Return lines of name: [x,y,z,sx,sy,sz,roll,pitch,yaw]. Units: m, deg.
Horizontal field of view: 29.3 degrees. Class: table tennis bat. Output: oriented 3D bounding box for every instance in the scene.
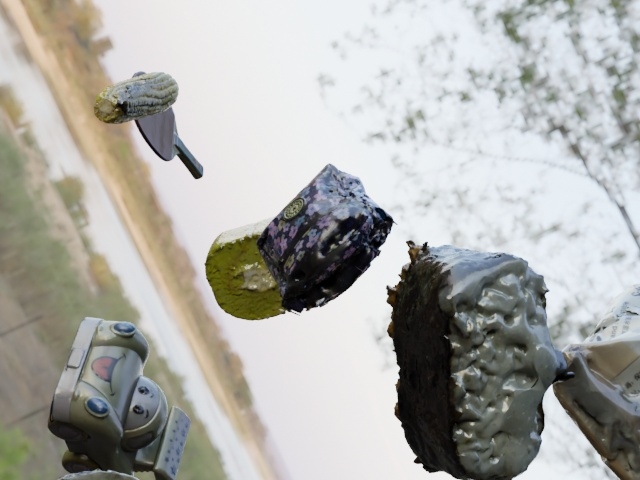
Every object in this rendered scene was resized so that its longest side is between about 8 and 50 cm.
table tennis bat: [-0.290,-0.205,2.309,0.274,0.021,0.154,55,27,-49]

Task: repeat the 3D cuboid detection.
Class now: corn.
corn: [-0.289,-0.225,1.937,0.072,0.072,0.203,66,26,-6]

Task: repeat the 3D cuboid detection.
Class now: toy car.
toy car: [-0.398,0.340,2.467,0.336,0.226,0.242,91,10,-52]

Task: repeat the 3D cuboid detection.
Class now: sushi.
sushi: [0.227,0.176,1.778,0.207,0.234,0.349,9,-80,60]

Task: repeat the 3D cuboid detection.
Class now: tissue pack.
tissue pack: [0.577,0.278,2.062,0.195,0.375,0.390,-38,-92,39]

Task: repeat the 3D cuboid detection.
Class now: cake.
cake: [-0.099,0.052,2.500,0.156,0.260,0.179,-91,165,-75]

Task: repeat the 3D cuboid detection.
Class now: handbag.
handbag: [0.000,0.000,1.982,0.127,0.228,0.208,45,5,-30]

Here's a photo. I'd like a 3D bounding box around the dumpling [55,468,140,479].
dumpling: [-0.344,0.400,1.726,0.142,0.247,0.172,-139,-136,-59]
